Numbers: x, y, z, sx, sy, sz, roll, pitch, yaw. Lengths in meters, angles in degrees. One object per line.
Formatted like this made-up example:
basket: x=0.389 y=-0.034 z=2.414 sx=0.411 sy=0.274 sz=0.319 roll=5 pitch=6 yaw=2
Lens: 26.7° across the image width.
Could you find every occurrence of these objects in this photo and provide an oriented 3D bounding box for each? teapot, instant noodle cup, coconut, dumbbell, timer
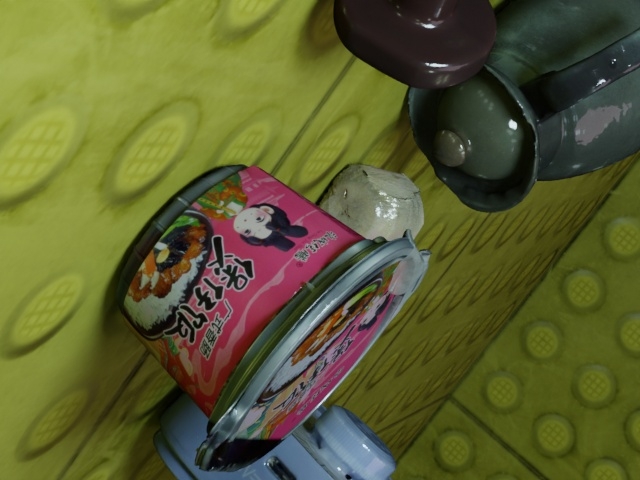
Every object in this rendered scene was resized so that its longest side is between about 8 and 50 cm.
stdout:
teapot: x=0.249 y=-0.141 z=1.442 sx=0.285 sy=0.305 sz=0.223 roll=-31 pitch=122 yaw=-32
instant noodle cup: x=-0.061 y=0.051 z=1.196 sx=0.302 sy=0.181 sz=0.258 roll=-32 pitch=156 yaw=-48
coconut: x=0.061 y=-0.032 z=1.489 sx=0.110 sy=0.110 sz=0.124 roll=-55 pitch=156 yaw=21
dumbbell: x=0.097 y=-0.235 z=1.041 sx=0.124 sy=0.140 sz=0.225 roll=-50 pitch=169 yaw=-38
timer: x=0.006 y=0.297 z=1.598 sx=0.173 sy=0.395 sz=0.395 roll=-45 pitch=165 yaw=1
